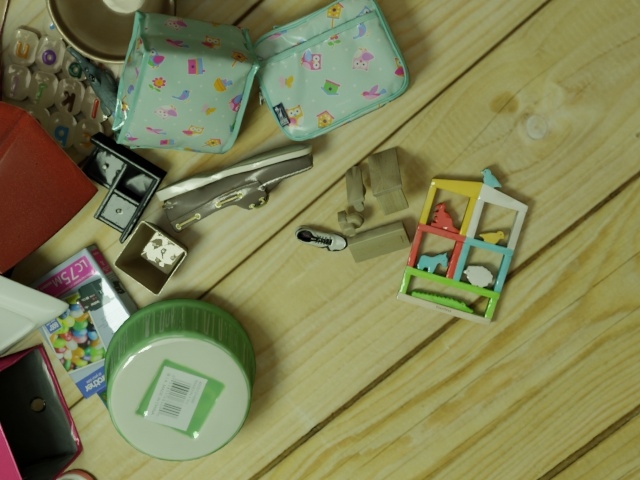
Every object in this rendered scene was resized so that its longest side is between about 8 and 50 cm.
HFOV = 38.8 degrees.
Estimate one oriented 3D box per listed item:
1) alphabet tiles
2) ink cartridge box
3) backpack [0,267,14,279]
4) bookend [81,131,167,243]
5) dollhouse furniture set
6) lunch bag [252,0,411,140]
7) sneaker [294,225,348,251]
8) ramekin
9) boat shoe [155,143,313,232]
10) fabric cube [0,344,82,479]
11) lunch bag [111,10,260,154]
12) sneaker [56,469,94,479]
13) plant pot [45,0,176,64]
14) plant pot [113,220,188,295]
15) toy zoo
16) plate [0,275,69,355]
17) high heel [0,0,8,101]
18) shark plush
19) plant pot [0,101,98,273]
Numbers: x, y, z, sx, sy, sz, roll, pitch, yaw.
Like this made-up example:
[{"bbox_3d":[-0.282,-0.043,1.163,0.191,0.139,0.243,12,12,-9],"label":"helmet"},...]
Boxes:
[{"bbox_3d":[-0.487,-0.320,1.800,0.284,0.021,0.278,15,99,4],"label":"alphabet tiles"},{"bbox_3d":[-0.457,0.186,1.853,0.186,0.065,0.311,-32,96,10],"label":"ink cartridge box"},{"bbox_3d":[-0.670,0.023,1.813,0.115,0.152,0.182,26,94,6],"label":"backpack"},{"bbox_3d":[-0.411,-0.105,1.785,0.157,0.072,0.156,32,102,-7],"label":"bookend"},{"bbox_3d":[0.106,-0.068,1.769,0.144,0.123,0.151,-17,129,12],"label":"dollhouse furniture set"},{"bbox_3d":[0.011,-0.324,1.702,0.279,0.108,0.224,-23,95,9],"label":"lunch bag"},{"bbox_3d":[0.000,0.000,1.784,0.109,0.044,0.040,11,97,3],"label":"sneaker"},{"bbox_3d":[-0.272,0.278,1.762,0.303,0.148,0.303,-2,107,-7],"label":"ramekin"},{"bbox_3d":[-0.156,-0.102,1.752,0.324,0.116,0.096,-17,101,12],"label":"boat shoe"},{"bbox_3d":[-0.675,0.389,1.806,0.258,0.259,0.254,-19,97,10],"label":"fabric cube"},{"bbox_3d":[-0.255,-0.270,1.674,0.223,0.160,0.262,3,138,-23],"label":"lunch bag"},{"bbox_3d":[-0.621,0.583,1.888,0.314,0.136,0.116,-30,93,10],"label":"sneaker"},{"bbox_3d":[-0.379,-0.457,1.687,0.237,0.109,0.237,2,120,3],"label":"plant pot"},{"bbox_3d":[-0.324,0.028,1.795,0.109,0.096,0.109,36,101,0],"label":"plant pot"},{"bbox_3d":[0.279,0.001,1.760,0.192,0.030,0.293,16,100,4],"label":"toy zoo"},{"bbox_3d":[-0.677,0.144,1.749,0.278,0.045,0.277,-31,137,34],"label":"plate"},{"bbox_3d":[-0.636,-0.412,1.743,0.181,0.127,0.377,-13,93,18],"label":"high heel"},{"bbox_3d":[-0.423,-0.312,1.749,0.073,0.067,0.161,-27,95,10],"label":"shark plush"},{"bbox_3d":[-0.621,-0.098,1.647,0.267,0.267,0.235,19,68,26],"label":"plant pot"}]
